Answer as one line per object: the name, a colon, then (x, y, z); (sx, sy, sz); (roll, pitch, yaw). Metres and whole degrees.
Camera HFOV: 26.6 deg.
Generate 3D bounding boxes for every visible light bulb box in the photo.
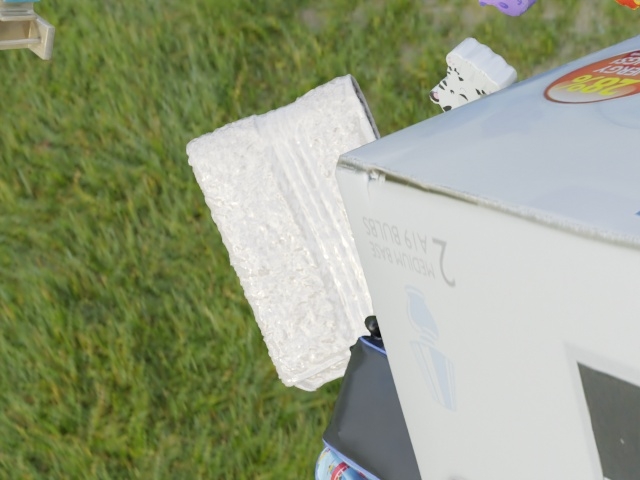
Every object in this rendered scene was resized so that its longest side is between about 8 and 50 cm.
light bulb box: (0.255, 0.027, 0.475); (0.361, 0.225, 0.358); (-23, 17, -20)

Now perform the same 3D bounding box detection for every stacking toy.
stacking toy: (0.073, -0.177, 0.794); (0.221, 0.052, 0.167); (41, 60, 14)

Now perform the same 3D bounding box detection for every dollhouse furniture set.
dollhouse furniture set: (-0.378, -0.263, 1.380); (0.184, 0.129, 0.129); (-11, 36, -41)

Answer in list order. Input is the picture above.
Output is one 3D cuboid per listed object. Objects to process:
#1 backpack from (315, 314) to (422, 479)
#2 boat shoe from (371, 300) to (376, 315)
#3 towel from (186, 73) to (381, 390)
backpack: (0.106, 0.122, 0.781); (0.158, 0.173, 0.116); (29, 102, 44)
boat shoe: (0.096, 0.133, 1.025); (0.127, 0.158, 0.340); (-7, 75, -19)
towel: (0.000, 0.000, 1.324); (0.187, 0.282, 0.049); (-21, 11, 13)
